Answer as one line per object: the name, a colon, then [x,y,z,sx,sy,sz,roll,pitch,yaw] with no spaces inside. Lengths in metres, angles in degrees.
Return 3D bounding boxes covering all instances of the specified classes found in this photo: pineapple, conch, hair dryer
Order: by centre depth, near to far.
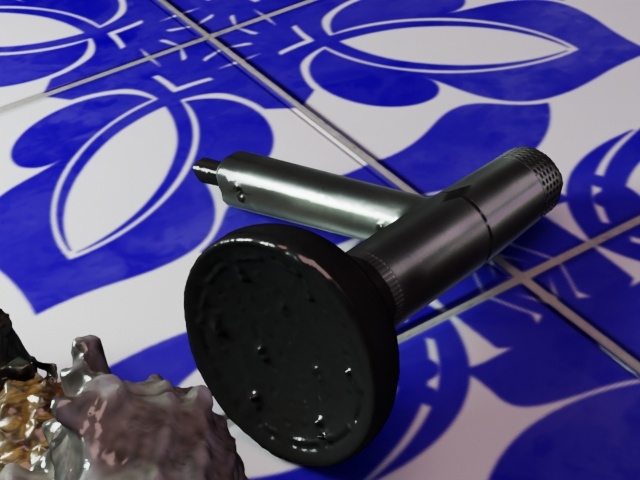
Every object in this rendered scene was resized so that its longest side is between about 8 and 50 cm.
conch: [-0.076,0.161,0.529,0.186,0.313,0.241,-12,78,17]
pineapple: [-0.198,0.103,0.764,0.111,0.119,0.237,-18,42,-32]
hair dryer: [-0.007,0.020,0.893,0.284,0.156,0.320,-7,18,34]
